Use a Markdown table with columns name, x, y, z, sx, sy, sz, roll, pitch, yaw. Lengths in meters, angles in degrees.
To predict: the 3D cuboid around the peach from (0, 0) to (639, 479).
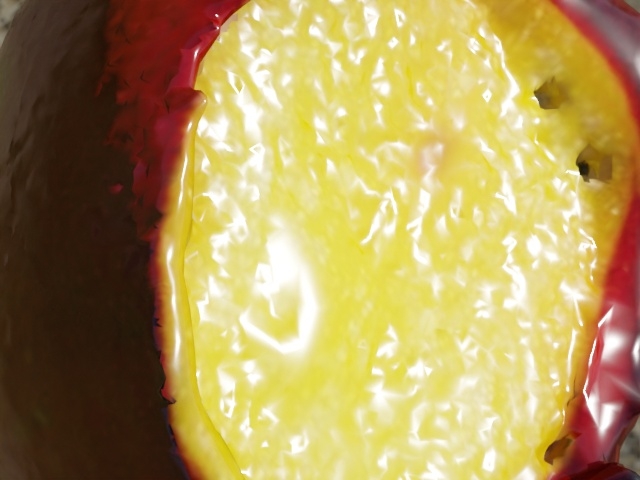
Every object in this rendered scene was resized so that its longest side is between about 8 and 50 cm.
| name | x | y | z | sx | sy | sz | roll | pitch | yaw |
| --- | --- | --- | --- | --- | --- | --- | --- | --- | --- |
| peach | 0.000 | 0.000 | 0.513 | 0.196 | 0.226 | 0.189 | -12 | 122 | -3 |
